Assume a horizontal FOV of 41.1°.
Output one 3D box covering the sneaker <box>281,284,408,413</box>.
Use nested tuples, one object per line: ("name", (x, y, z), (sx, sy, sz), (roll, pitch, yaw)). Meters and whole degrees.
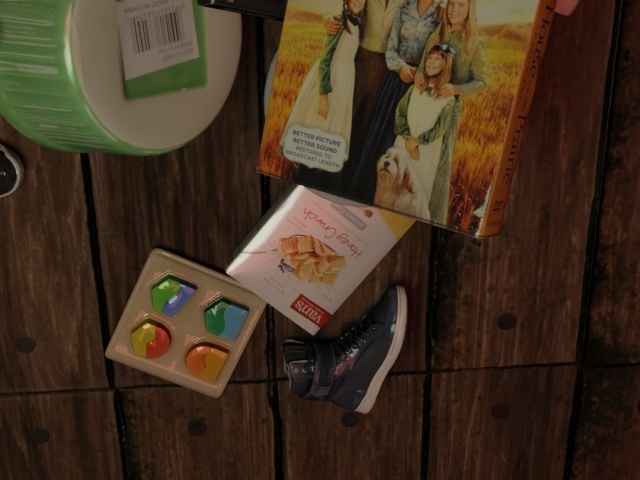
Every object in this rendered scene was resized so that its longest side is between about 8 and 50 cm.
("sneaker", (0.032, 0.156, 1.297), (0.164, 0.086, 0.226), (16, 111, -13))

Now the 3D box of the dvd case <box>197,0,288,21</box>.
("dvd case", (-0.080, -0.389, 1.006), (0.030, 0.179, 0.238), (6, 99, 32))

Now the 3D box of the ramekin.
("ramekin", (-0.230, -0.241, 0.990), (0.148, 0.303, 0.303), (15, 117, 35))

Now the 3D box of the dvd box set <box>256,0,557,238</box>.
("dvd box set", (0.100, -0.243, 0.949), (0.308, 0.062, 0.420), (19, 104, 28))

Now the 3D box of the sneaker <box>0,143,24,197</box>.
("sneaker", (-0.539, -0.086, 1.116), (0.269, 0.153, 0.101), (8, 111, -8))

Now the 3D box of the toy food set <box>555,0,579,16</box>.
("toy food set", (0.321, -0.375, 1.008), (0.092, 0.306, 0.219), (27, 110, 14))

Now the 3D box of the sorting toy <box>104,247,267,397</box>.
("sorting toy", (-0.203, 0.133, 1.294), (0.193, 0.038, 0.208), (23, 108, -13))

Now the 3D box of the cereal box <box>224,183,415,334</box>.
("cereal box", (0.000, 0.000, 1.244), (0.173, 0.047, 0.240), (37, 99, -18))

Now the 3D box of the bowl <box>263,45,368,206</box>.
("bowl", (0.081, -0.178, 1.115), (0.298, 0.134, 0.297), (-2, 102, -11))
